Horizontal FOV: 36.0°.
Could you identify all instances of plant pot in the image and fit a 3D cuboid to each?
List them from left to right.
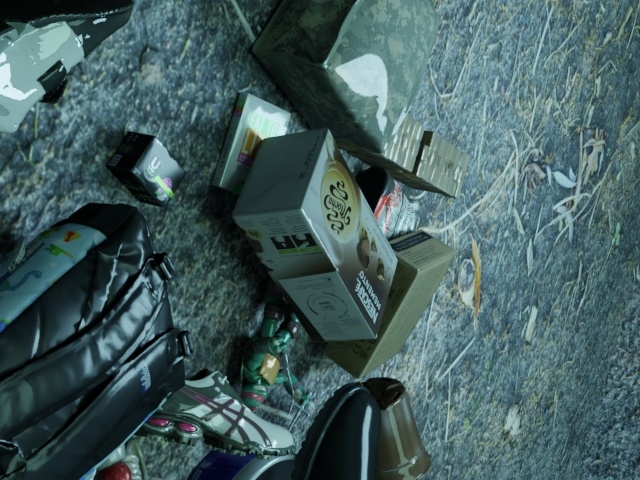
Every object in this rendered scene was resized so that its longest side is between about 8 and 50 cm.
[{"bbox_3d":[0.112,0.356,1.839,0.167,0.167,0.165,-33,119,-44],"label":"plant pot"}]

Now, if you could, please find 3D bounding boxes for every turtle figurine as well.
[{"bbox_3d":[-0.072,0.184,1.558,0.175,0.118,0.234,69,30,-58],"label":"turtle figurine"}]

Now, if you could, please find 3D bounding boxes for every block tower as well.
[{"bbox_3d":[0.147,-0.164,1.767,0.335,0.097,0.091,22,83,-53],"label":"block tower"}]

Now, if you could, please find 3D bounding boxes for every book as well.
[{"bbox_3d":[-0.106,-0.139,1.482,0.096,0.035,0.144,19,87,-51],"label":"book"}]

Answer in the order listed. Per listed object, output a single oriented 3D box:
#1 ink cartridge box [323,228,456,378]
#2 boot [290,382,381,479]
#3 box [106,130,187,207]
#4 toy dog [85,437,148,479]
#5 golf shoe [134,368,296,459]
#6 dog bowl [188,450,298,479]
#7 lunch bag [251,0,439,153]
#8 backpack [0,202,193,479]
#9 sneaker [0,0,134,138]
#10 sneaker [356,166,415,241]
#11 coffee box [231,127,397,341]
[{"bbox_3d":[0.123,0.108,1.734,0.193,0.088,0.235,-19,139,-63],"label":"ink cartridge box"},{"bbox_3d":[0.155,0.445,1.487,0.146,0.445,0.367,45,64,-50],"label":"boot"},{"bbox_3d":[-0.229,-0.093,1.305,0.062,0.052,0.083,-61,141,-20],"label":"box"},{"bbox_3d":[-0.297,0.380,1.249,0.160,0.334,0.220,-17,142,-6],"label":"toy dog"},{"bbox_3d":[-0.142,0.253,1.445,0.272,0.105,0.120,21,72,-34],"label":"golf shoe"},{"bbox_3d":[-0.119,0.458,1.592,0.265,0.104,0.265,-23,119,-49],"label":"dog bowl"},{"bbox_3d":[0.061,-0.325,1.531,0.287,0.168,0.235,-60,142,-15],"label":"lunch bag"},{"bbox_3d":[-0.333,0.158,1.104,0.356,0.273,0.290,-66,152,-53],"label":"backpack"},{"bbox_3d":[-0.341,-0.195,1.084,0.330,0.122,0.146,-35,146,-44],"label":"sneaker"},{"bbox_3d":[0.086,0.018,1.741,0.145,0.090,0.270,45,62,-48],"label":"sneaker"},{"bbox_3d":[0.000,0.000,1.492,0.297,0.118,0.168,60,36,-39],"label":"coffee box"}]
